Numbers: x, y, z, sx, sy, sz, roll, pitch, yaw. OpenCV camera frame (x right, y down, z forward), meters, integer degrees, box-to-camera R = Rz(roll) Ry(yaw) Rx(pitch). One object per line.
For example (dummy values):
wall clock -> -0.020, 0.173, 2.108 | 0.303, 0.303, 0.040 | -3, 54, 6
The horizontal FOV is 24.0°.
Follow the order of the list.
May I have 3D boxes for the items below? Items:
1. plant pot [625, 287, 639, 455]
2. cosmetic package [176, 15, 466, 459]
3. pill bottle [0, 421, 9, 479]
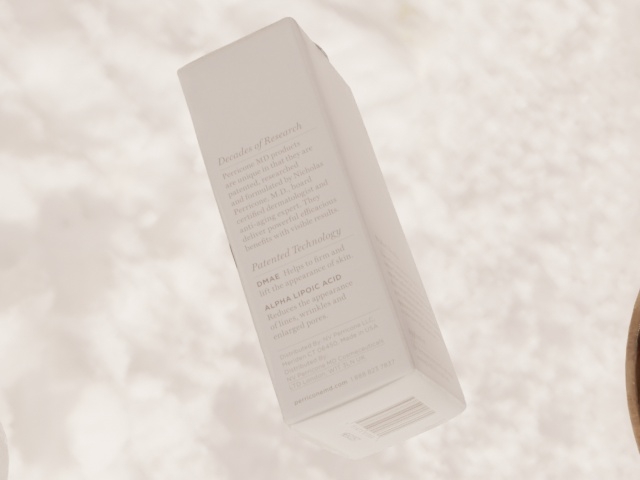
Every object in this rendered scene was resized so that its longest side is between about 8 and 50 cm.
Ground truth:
plant pot -> 0.275, 0.036, 0.671 | 0.215, 0.215, 0.230 | 53, 32, 7
cosmetic package -> 0.000, 0.000, 0.880 | 0.117, 0.085, 0.231 | 43, 25, -64
pill bottle -> -0.384, 0.119, 1.132 | 0.392, 0.224, 0.224 | 73, -5, -63
